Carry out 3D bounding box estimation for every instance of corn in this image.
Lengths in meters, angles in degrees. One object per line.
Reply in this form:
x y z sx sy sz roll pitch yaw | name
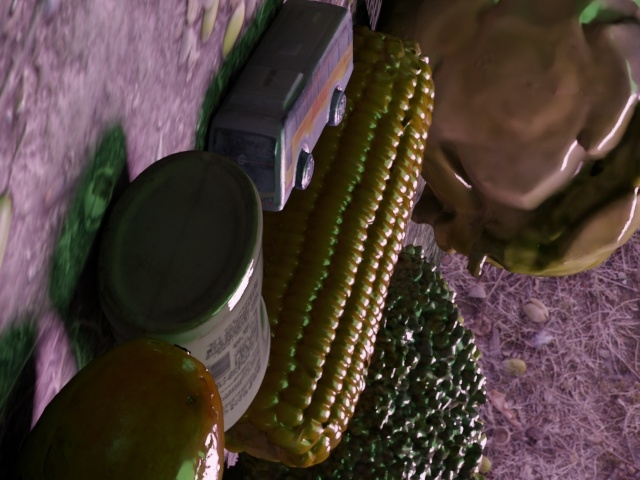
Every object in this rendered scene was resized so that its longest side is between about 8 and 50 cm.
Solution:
0.000 0.000 1.405 0.131 0.131 0.344 87 20 -66 | corn

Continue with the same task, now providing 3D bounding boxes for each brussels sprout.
0.223 -0.191 1.836 0.361 0.342 0.425 -65 170 -65 | brussels sprout

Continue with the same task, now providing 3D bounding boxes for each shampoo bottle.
-0.077 0.050 1.125 0.234 0.087 0.118 90 17 -64 | shampoo bottle

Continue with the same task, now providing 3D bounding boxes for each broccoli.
0.020 0.156 1.549 0.288 0.235 0.260 -36 163 -7 | broccoli

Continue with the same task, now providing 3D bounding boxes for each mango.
-0.121 0.162 0.978 0.233 0.111 0.125 -62 158 1 | mango

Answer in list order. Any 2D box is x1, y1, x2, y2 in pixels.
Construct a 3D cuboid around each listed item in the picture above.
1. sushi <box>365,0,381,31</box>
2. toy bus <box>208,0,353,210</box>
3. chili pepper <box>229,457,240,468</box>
0.036 -0.278 1.427 0.231 0.047 0.219 41 60 -86 | sushi
-0.024 -0.096 1.299 0.190 0.064 0.075 -63 161 -53 | toy bus
-0.081 0.273 1.635 0.169 0.065 0.088 -60 163 -48 | chili pepper
